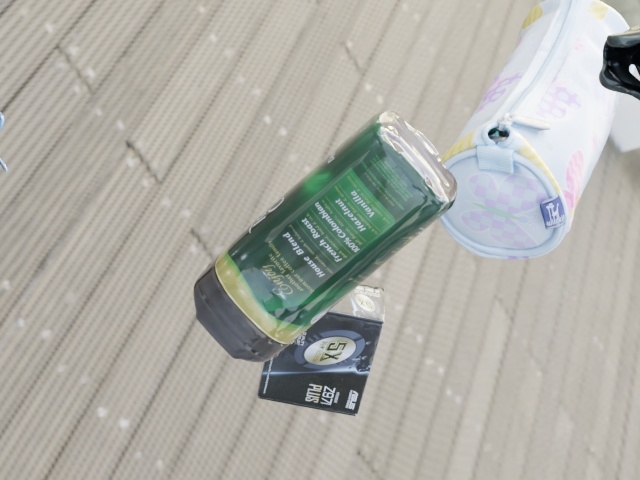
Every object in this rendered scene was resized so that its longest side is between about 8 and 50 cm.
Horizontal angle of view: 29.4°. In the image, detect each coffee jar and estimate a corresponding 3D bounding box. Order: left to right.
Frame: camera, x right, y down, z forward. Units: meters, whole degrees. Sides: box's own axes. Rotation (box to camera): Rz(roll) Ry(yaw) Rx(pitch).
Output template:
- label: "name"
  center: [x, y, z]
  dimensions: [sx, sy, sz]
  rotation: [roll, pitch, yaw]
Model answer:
- label: "coffee jar"
  center: [0.000, 0.000, 0.812]
  dimensions: [0.079, 0.184, 0.096]
  rotation: [47, 17, -3]

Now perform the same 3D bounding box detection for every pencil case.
- label: "pencil case"
  center: [0.185, -0.103, 1.038]
  dimensions: [0.273, 0.113, 0.124]
  rotation: [-55, 133, -44]

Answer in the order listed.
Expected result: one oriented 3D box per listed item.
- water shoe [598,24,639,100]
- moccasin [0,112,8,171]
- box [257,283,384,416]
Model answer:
- label: "water shoe"
  center: [0.239, -0.065, 0.719]
  dimensions: [0.203, 0.080, 0.073]
  rotation: [-125, -152, -48]
- label: "moccasin"
  center: [-0.378, -0.150, 1.235]
  dimensions: [0.117, 0.137, 0.342]
  rotation: [-105, -156, -65]
- label: "box"
  center: [0.000, 0.145, 1.699]
  dimensions: [0.078, 0.147, 0.180]
  rotation: [-85, -172, -55]
